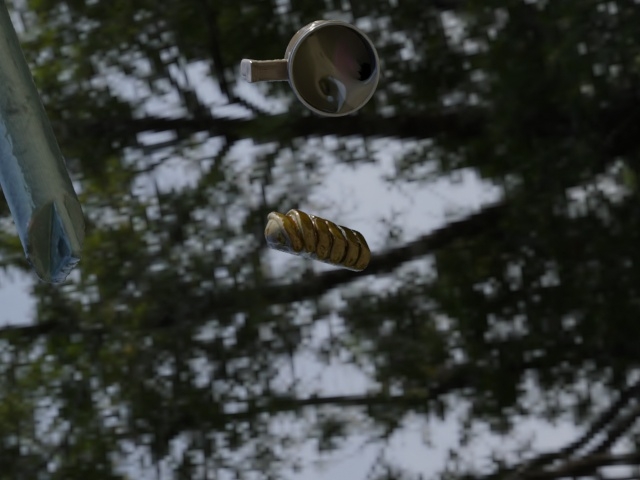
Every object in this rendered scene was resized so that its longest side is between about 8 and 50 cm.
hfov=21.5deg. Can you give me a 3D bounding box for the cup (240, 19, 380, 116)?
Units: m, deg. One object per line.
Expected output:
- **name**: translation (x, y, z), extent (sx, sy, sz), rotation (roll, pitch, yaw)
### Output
- **cup**: translation (-0.005, -0.134, 1.360), extent (0.074, 0.102, 0.099), rotation (62, -179, -10)

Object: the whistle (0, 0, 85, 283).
- **whistle**: translation (-0.272, -0.110, 1.487), extent (0.062, 0.062, 0.312), rotation (3, -121, -54)

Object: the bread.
- **bread**: translation (0.000, 0.000, 1.245), extent (0.088, 0.049, 0.033), rotation (16, -86, -30)
